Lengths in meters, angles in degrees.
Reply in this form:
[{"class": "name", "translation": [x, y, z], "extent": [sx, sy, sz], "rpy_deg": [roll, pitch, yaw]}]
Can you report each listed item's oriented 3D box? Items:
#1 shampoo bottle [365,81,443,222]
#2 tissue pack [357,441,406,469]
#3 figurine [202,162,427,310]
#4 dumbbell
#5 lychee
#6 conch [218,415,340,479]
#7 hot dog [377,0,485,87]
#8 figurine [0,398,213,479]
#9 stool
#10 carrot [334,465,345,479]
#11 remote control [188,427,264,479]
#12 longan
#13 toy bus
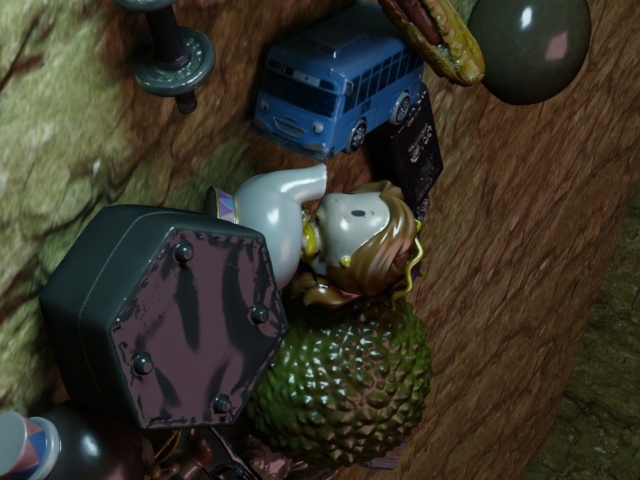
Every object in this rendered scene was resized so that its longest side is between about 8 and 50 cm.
[{"class": "shampoo bottle", "translation": [0.123, -0.119, 1.862], "extent": [0.098, 0.071, 0.309], "rpy_deg": [-60, 160, -16]}, {"class": "tissue pack", "translation": [0.068, 0.337, 2.188], "extent": [0.065, 0.115, 0.155], "rpy_deg": [-64, 159, 0]}, {"class": "figurine", "translation": [0.000, 0.000, 1.469], "extent": [0.142, 0.263, 0.189], "rpy_deg": [-107, -153, -53]}, {"class": "dumbbell", "translation": [-0.143, -0.198, 1.169], "extent": [0.081, 0.082, 0.254], "rpy_deg": [-53, 156, -23]}, {"class": "lychee", "translation": [0.003, 0.147, 1.630], "extent": [0.270, 0.270, 0.320], "rpy_deg": [-52, 139, -26]}, {"class": "conch", "translation": [-0.059, 0.284, 1.790], "extent": [0.163, 0.178, 0.245], "rpy_deg": [-54, 176, 1]}, {"class": "hot dog", "translation": [0.094, -0.283, 1.458], "extent": [0.289, 0.068, 0.083], "rpy_deg": [47, 23, -30]}, {"class": "figurine", "translation": [-0.234, 0.230, 1.370], "extent": [0.275, 0.161, 0.158], "rpy_deg": [10, 82, -69]}, {"class": "stool", "translation": [-0.151, 0.075, 1.294], "extent": [0.232, 0.141, 0.232], "rpy_deg": [-10, 105, -41]}, {"class": "carrot", "translation": [0.004, 0.287, 1.975], "extent": [0.302, 0.139, 0.139], "rpy_deg": [-62, 159, 11]}, {"class": "remote control", "translation": [-0.138, 0.262, 1.626], "extent": [0.212, 0.059, 0.028], "rpy_deg": [54, 22, -36]}, {"class": "longan", "translation": [0.304, -0.300, 1.908], "extent": [0.198, 0.198, 0.212], "rpy_deg": [-49, 159, -31]}, {"class": "toy bus", "translation": [0.027, -0.190, 1.509], "extent": [0.234, 0.116, 0.133], "rpy_deg": [-37, 146, -51]}]
